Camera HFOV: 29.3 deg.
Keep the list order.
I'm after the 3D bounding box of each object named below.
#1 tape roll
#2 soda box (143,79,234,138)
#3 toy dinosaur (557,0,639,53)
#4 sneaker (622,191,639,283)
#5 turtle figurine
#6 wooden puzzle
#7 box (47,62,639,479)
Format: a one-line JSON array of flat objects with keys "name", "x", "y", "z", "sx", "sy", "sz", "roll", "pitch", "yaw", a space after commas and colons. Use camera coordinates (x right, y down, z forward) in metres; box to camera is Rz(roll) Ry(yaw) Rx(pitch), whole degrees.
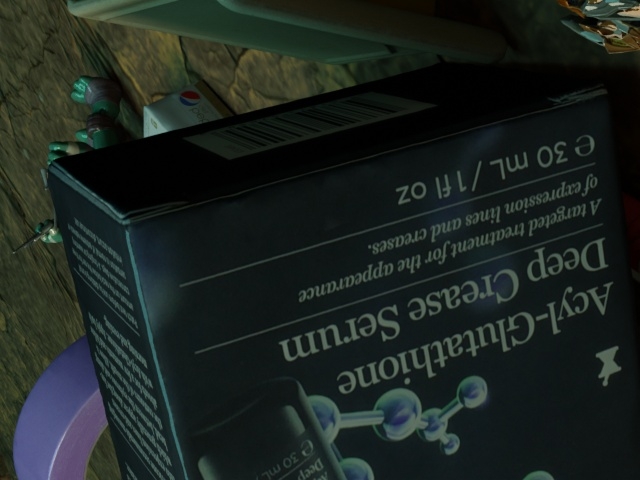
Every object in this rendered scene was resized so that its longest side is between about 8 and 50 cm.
[{"name": "tape roll", "x": -0.212, "y": 0.226, "z": 1.425, "sx": 0.090, "sy": 0.275, "sz": 0.274, "roll": 33, "pitch": 143, "yaw": 44}, {"name": "soda box", "x": -0.130, "y": -0.055, "z": 1.234, "sx": 0.074, "sy": 0.069, "sz": 0.216, "roll": 47, "pitch": 151, "yaw": 25}, {"name": "toy dinosaur", "x": 0.071, "y": -0.221, "z": 0.601, "sx": 0.322, "sy": 0.164, "sz": 0.218, "roll": 23, "pitch": 164, "yaw": -8}, {"name": "sneaker", "x": 0.216, "y": 0.013, "z": 0.728, "sx": 0.118, "sy": 0.042, "sz": 0.067, "roll": 53, "pitch": 155, "yaw": 2}, {"name": "turtle figurine", "x": -0.247, "y": -0.056, "z": 1.304, "sx": 0.175, "sy": 0.118, "sz": 0.234, "roll": 121, "pitch": 158, "yaw": -44}, {"name": "wooden puzzle", "x": -0.027, "y": -0.155, "z": 0.825, "sx": 0.239, "sy": 0.221, "sz": 0.044, "roll": 14, "pitch": 97, "yaw": 57}, {"name": "box", "x": 0.028, "y": 0.114, "z": 0.784, "sx": 0.212, "sy": 0.294, "sz": 0.395, "roll": -153, "pitch": 49, "yaw": -64}]
